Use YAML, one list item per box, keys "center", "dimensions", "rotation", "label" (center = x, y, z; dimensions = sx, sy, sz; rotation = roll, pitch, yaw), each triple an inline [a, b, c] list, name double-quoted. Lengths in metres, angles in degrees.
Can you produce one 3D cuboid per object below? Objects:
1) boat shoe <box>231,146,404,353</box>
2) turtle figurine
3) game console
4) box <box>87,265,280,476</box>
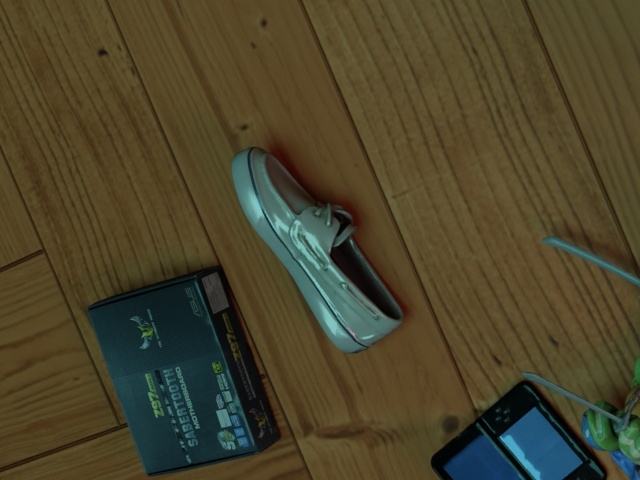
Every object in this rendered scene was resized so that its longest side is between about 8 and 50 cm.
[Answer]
- center: [0.000, 0.000, 1.864]
  dimensions: [0.088, 0.096, 0.267]
  rotation: [-31, 88, 29]
  label: "boat shoe"
- center: [0.355, 0.123, 1.629]
  dimensions: [0.266, 0.198, 0.275]
  rotation: [-15, 102, 27]
  label: "turtle figurine"
- center: [0.218, 0.251, 1.811]
  dimensions: [0.144, 0.085, 0.124]
  rotation: [50, 122, 9]
  label: "game console"
- center: [-0.170, 0.163, 2.029]
  dimensions: [0.183, 0.059, 0.233]
  rotation: [-15, 95, 34]
  label: "box"
